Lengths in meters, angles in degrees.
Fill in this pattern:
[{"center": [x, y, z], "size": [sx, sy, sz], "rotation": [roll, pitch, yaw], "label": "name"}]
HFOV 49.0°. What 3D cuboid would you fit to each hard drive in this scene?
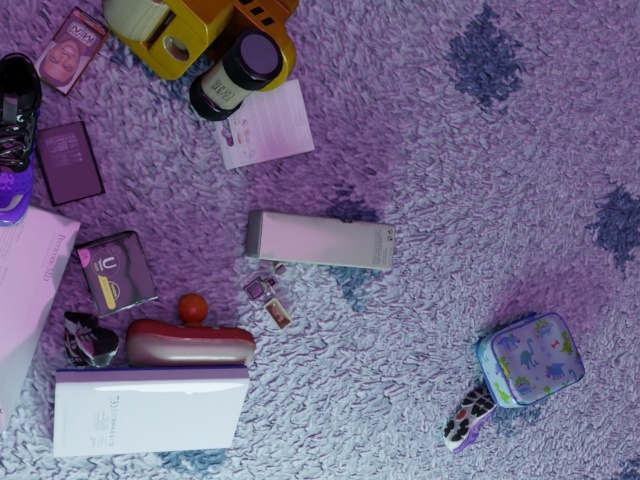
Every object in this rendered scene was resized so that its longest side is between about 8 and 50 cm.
[{"center": [-0.449, -0.136, 1.248], "size": [0.094, 0.022, 0.135], "rotation": [-17, 97, -19], "label": "hard drive"}, {"center": [-0.303, 0.304, 1.248], "size": [0.319, 0.040, 0.210], "rotation": [3, 129, -20], "label": "hard drive"}]

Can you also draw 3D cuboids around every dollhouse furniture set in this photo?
[{"center": [-0.073, 0.114, 1.361], "size": [0.091, 0.081, 0.114], "rotation": [-38, 104, -15], "label": "dollhouse furniture set"}]

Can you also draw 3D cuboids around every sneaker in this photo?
[{"center": [-0.500, -0.172, 1.110], "size": [0.102, 0.146, 0.293], "rotation": [7, 64, -28], "label": "sneaker"}, {"center": [0.333, 0.394, 1.539], "size": [0.170, 0.068, 0.071], "rotation": [-42, 131, -16], "label": "sneaker"}, {"center": [-0.397, 0.185, 1.206], "size": [0.072, 0.178, 0.077], "rotation": [6, 101, -31], "label": "sneaker"}]

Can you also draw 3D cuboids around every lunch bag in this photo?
[{"center": [0.457, 0.258, 1.534], "size": [0.219, 0.090, 0.176], "rotation": [-18, 80, -24], "label": "lunch bag"}]

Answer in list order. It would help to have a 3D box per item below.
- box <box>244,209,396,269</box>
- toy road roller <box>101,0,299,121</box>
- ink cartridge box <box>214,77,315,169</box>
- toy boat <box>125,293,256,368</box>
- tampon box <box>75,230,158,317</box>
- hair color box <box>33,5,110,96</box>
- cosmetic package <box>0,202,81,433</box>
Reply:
[{"center": [0.000, 0.000, 1.370], "size": [0.275, 0.113, 0.094], "rotation": [6, 89, -21], "label": "box"}, {"center": [-0.187, -0.395, 1.240], "size": [0.330, 0.203, 0.240], "rotation": [41, 58, -18], "label": "toy road roller"}, {"center": [-0.112, -0.225, 1.368], "size": [0.180, 0.045, 0.145], "rotation": [-13, 97, -1], "label": "ink cartridge box"}, {"center": [-0.239, 0.169, 1.291], "size": [0.231, 0.151, 0.151], "rotation": [5, 60, -21], "label": "toy boat"}, {"center": [-0.356, 0.053, 1.215], "size": [0.102, 0.161, 0.120], "rotation": [-19, 98, -18], "label": "tampon box"}, {"center": [-0.439, -0.332, 1.234], "size": [0.072, 0.043, 0.141], "rotation": [33, 81, -19], "label": "hair color box"}, {"center": [-0.599, 0.098, 1.163], "size": [0.285, 0.097, 0.376], "rotation": [21, 85, -17], "label": "cosmetic package"}]
